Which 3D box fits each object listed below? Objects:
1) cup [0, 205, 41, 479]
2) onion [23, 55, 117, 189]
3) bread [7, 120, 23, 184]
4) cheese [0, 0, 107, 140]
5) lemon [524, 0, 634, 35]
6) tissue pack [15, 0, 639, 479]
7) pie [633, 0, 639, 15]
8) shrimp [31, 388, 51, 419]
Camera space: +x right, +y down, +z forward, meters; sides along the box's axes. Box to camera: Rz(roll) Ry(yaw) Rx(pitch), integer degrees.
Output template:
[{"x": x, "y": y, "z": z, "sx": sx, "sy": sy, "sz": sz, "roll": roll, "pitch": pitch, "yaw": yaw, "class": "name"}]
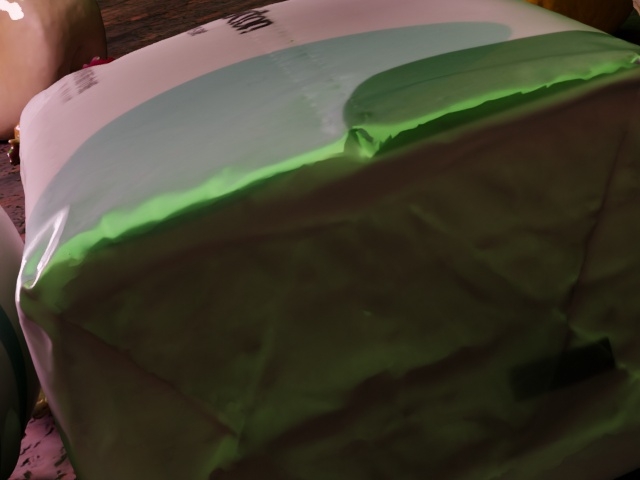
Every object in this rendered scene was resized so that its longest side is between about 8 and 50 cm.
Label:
[{"x": -0.274, "y": 0.073, "z": 0.734, "sx": 0.290, "sy": 0.219, "sz": 0.257, "roll": 7, "pitch": 18, "yaw": -3, "class": "cup"}, {"x": -0.095, "y": -0.012, "z": 1.069, "sx": 0.173, "sy": 0.198, "sz": 0.135, "roll": 7, "pitch": 65, "yaw": 18, "class": "onion"}, {"x": -0.121, "y": -0.084, "z": 1.335, "sx": 0.210, "sy": 0.099, "sz": 0.235, "roll": -9, "pitch": 13, "yaw": 15, "class": "bread"}, {"x": -0.322, "y": -0.202, "z": 1.688, "sx": 0.235, "sy": 0.218, "sz": 0.117, "roll": -30, "pitch": 2, "yaw": 38, "class": "cheese"}, {"x": 0.172, "y": -0.221, "z": 1.374, "sx": 0.170, "sy": 0.170, "sz": 0.207, "roll": 2, "pitch": 29, "yaw": 45, "class": "lemon"}, {"x": -0.001, "y": -0.002, "z": 0.804, "sx": 0.266, "sy": 0.193, "sz": 0.356, "roll": -18, "pitch": 17, "yaw": -5, "class": "tissue pack"}, {"x": 0.240, "y": -0.027, "z": 0.592, "sx": 0.078, "sy": 0.296, "sz": 0.371, "roll": -56, "pitch": 15, "yaw": 8, "class": "pie"}, {"x": -0.251, "y": 0.080, "z": 1.015, "sx": 0.287, "sy": 0.068, "sz": 0.185, "roll": 1, "pitch": 22, "yaw": 23, "class": "shrimp"}]
